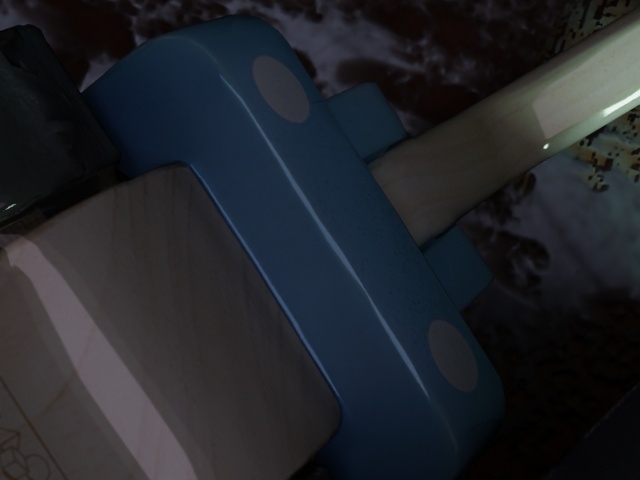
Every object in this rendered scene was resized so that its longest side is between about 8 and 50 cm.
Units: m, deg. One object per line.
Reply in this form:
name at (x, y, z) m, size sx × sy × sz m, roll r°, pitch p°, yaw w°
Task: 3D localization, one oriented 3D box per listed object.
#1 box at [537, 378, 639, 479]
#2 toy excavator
box at (0.124, 0.130, 0.516) m, size 0.318 × 0.395 × 0.097 m, roll -39°, pitch 70°, yaw -11°
toy excavator at (0.000, 0.000, 0.593) m, size 0.433 × 0.445 × 0.222 m, roll -33°, pitch 91°, yaw 30°
